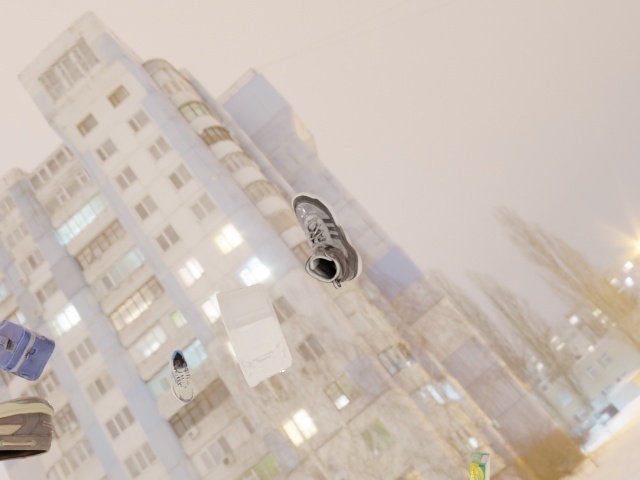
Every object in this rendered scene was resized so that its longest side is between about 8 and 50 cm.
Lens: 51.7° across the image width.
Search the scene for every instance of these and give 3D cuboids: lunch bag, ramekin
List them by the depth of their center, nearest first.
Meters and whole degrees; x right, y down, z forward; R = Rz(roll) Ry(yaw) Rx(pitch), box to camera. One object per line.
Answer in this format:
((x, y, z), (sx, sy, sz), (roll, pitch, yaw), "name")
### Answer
((-0.435, 0.157, 0.949), (0.065, 0.098, 0.067), (39, -113, -43), "lunch bag")
((-0.178, 0.253, 1.822), (0.135, 0.277, 0.277), (-20, -29, -7), "ramekin")

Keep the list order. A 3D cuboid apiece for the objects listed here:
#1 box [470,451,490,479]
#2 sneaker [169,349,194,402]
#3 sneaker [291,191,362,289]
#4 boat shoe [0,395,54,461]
((0.401, 0.637, 1.665), (0.105, 0.043, 0.179), (1, -88, -70), "box")
((-0.339, 0.326, 1.601), (0.052, 0.135, 0.058), (-11, -31, -22), "sneaker")
((0.000, 0.000, 1.683), (0.101, 0.268, 0.153), (-34, 1, 26), "sneaker")
((-0.730, 0.428, 1.355), (0.355, 0.130, 0.132), (-15, -30, -14), "boat shoe")
